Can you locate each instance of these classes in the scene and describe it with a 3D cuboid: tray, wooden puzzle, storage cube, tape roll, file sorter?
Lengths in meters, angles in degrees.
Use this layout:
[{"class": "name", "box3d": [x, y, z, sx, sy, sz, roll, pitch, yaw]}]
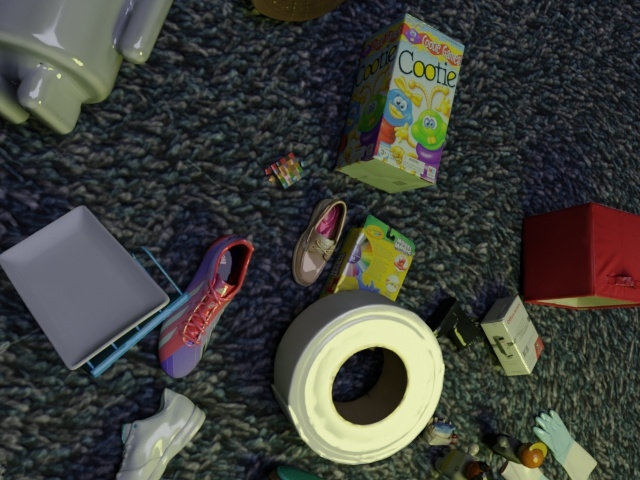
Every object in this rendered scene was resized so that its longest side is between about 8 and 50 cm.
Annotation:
[{"class": "tray", "box3d": [-0.325, 0.057, 0.865, 0.145, 0.270, 0.030, -37, 141, -19]}, {"class": "wooden puzzle", "box3d": [-0.059, -0.125, 1.140, 0.083, 0.006, 0.049, -37, 104, -25]}, {"class": "storage cube", "box3d": [0.566, 0.041, 1.356, 0.184, 0.215, 0.193, 10, 76, -27]}, {"class": "tape roll", "box3d": [0.065, 0.232, 1.092, 0.286, 0.100, 0.286, -5, 103, -20]}, {"class": "file sorter", "box3d": [-0.302, 0.101, 0.934, 0.170, 0.118, 0.104, -42, 102, -24]}]

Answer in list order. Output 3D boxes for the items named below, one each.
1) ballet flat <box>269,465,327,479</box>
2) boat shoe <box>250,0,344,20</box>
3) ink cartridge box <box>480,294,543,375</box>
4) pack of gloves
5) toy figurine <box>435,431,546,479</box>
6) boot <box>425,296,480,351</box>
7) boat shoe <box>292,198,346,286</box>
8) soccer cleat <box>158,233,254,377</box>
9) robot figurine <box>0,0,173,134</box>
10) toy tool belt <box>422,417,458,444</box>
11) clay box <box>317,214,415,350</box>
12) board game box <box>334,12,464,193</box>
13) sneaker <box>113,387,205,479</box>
[{"class": "ballet flat", "box3d": [0.040, 0.496, 1.112, 0.342, 0.116, 0.124, 25, 94, -29]}, {"class": "boat shoe", "box3d": [0.002, -0.491, 1.149, 0.341, 0.121, 0.110, -26, 62, -30]}, {"class": "ink cartridge box", "box3d": [0.401, 0.197, 1.327, 0.099, 0.056, 0.135, -40, 106, -44]}, {"class": "pack of gloves", "box3d": [0.519, 0.503, 1.392, 0.232, 0.046, 0.195, 48, 68, -18]}, {"class": "toy figurine", "box3d": [0.342, 0.491, 1.231, 0.213, 0.148, 0.209, -5, 89, -24]}, {"class": "boot", "box3d": [0.261, 0.184, 1.276, 0.121, 0.045, 0.099, -46, 114, -21]}, {"class": "boat shoe", "box3d": [0.000, 0.000, 1.134, 0.063, 0.059, 0.170, 25, 75, -25]}, {"class": "soccer cleat", "box3d": [-0.181, 0.101, 1.009, 0.083, 0.095, 0.248, 32, 72, -23]}, {"class": "robot figurine", "box3d": [-0.360, -0.332, 0.881, 0.300, 0.200, 0.353, 15, 79, 3]}, {"class": "toy tool belt", "box3d": [0.240, 0.372, 1.246, 0.083, 0.052, 0.051, 10, 90, -28]}, {"class": "clay box", "box3d": [0.082, 0.076, 1.177, 0.127, 0.053, 0.222, 32, 72, -23]}, {"class": "board game box", "box3d": [0.145, -0.246, 1.181, 0.142, 0.144, 0.275, 19, 77, -26]}, {"class": "sneaker", "box3d": [-0.276, 0.323, 0.966, 0.094, 0.080, 0.212, 42, 61, -7]}]
